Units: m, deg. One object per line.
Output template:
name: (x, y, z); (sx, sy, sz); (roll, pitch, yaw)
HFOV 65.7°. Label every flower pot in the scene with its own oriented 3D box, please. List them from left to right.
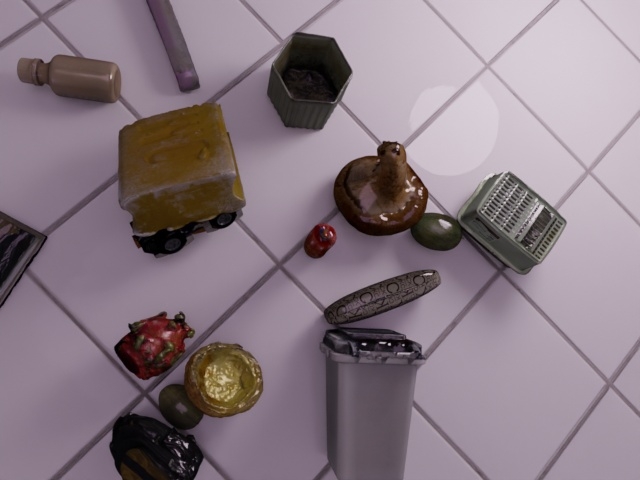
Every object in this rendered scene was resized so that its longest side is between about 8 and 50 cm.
flower pot: (-0.035, -0.462, 1.466); (0.209, 0.189, 0.239); (31, 74, -4)

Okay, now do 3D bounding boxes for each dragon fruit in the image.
dragon fruit: (-0.422, 0.259, 1.278); (0.160, 0.167, 0.172); (14, 37, 30)

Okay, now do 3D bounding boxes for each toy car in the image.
toy car: (-0.373, -0.071, 1.360); (0.301, 0.118, 0.193); (-31, 57, -12)

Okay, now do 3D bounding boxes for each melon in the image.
melon: (-0.362, 0.430, 1.288); (0.098, 0.098, 0.131); (-43, 91, -15)
melon: (0.355, -0.027, 1.499); (0.167, 0.114, 0.114); (13, 78, -1)

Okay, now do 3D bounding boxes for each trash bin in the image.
trash bin: (0.127, 0.423, 1.295); (0.255, 0.296, 0.368); (5, 85, -11)

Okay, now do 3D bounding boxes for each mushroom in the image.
mushroom: (0.166, -0.141, 1.437); (0.267, 0.254, 0.267); (-7, 73, 26)

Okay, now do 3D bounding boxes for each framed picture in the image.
framed picture: (-0.876, 0.056, 1.299); (0.192, 0.018, 0.265); (29, 76, -6)

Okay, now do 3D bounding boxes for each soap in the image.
soap: (-0.366, -0.193, 1.292); (0.293, 0.156, 0.335); (-13, 48, -6)

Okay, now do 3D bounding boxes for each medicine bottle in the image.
medicine bottle: (-0.695, -0.454, 1.375); (0.252, 0.114, 0.114); (5, 79, -10)

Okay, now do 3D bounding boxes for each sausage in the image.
sausage: (0.000, 0.000, 1.344); (0.074, 0.274, 0.074); (1, 82, -7)

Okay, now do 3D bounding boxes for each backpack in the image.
backpack: (-0.417, 0.536, 1.229); (0.258, 0.133, 0.206); (34, 111, 6)

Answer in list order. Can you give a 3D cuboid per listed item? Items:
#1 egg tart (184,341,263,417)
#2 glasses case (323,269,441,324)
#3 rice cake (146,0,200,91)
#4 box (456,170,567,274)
egg tart: (-0.258, 0.368, 1.303); (0.212, 0.090, 0.213); (15, 52, -21)
glasses case: (0.179, 0.160, 1.419); (0.354, 0.137, 0.085); (-19, 85, -14)
rice cake: (-0.453, -0.631, 1.480); (0.070, 0.064, 0.399); (-21, 84, -8)
box: (0.579, -0.055, 1.520); (0.290, 0.166, 0.220); (41, 75, -2)
